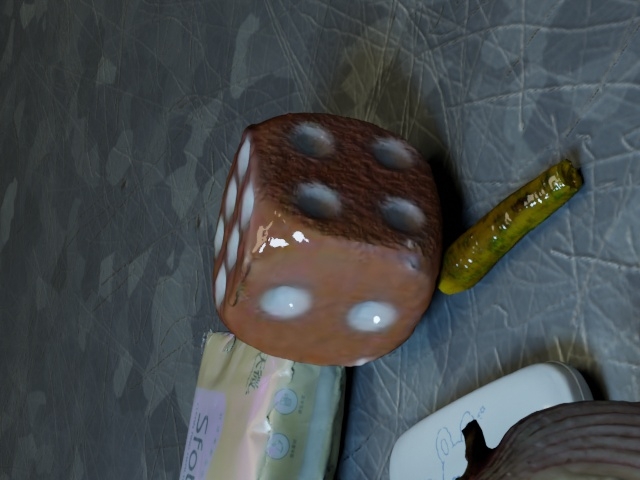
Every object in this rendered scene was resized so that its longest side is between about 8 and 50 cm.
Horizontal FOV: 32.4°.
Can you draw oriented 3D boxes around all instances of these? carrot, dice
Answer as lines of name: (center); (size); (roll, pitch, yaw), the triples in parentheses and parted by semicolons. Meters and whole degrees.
carrot: (0.155, -0.009, 0.927); (0.171, 0.042, 0.042); (-44, 48, 42)
dice: (0.000, 0.000, 1.009); (0.175, 0.179, 0.173); (120, 153, -42)

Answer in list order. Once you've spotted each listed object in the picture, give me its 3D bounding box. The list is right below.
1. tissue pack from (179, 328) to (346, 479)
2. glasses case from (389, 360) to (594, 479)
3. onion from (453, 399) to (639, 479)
tissue pack: (-0.063, 0.227, 1.144); (0.215, 0.123, 0.256); (-5, 72, 59)
glasses case: (0.134, 0.172, 0.900); (0.233, 0.059, 0.092); (-38, 51, 47)
onion: (0.233, 0.220, 0.597); (0.349, 0.267, 0.159); (4, 119, 22)
